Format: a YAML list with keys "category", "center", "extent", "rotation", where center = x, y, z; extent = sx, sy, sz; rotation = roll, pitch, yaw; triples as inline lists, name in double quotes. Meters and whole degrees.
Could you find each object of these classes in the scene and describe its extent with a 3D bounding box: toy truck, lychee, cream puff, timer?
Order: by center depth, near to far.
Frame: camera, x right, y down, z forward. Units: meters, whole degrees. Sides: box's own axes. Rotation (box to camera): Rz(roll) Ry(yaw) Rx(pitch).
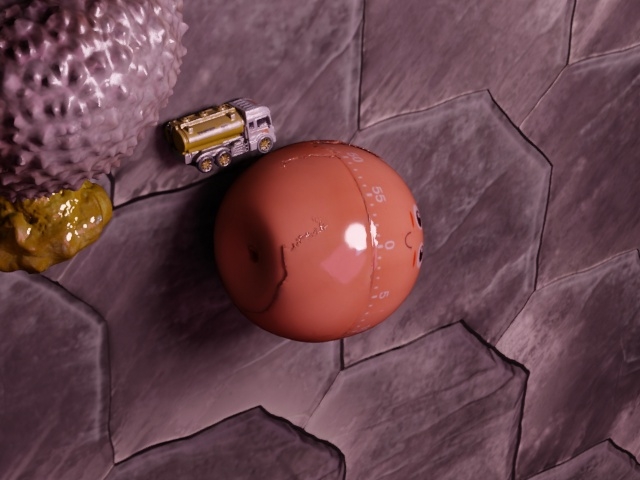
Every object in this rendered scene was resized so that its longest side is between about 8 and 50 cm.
- category: "lychee"
  center: [-0.266, -0.164, 1.476]
  extent: [0.300, 0.300, 0.300]
  rotation: [-22, 128, -31]
- category: "cream puff"
  center: [-0.293, -0.040, 1.652]
  extent: [0.146, 0.146, 0.116]
  rotation: [-38, 117, -18]
- category: "toy truck"
  center: [-0.111, -0.120, 1.815]
  extent: [0.123, 0.052, 0.062]
  rotation: [-22, 122, -29]
- category: "timer"
  center: [0.000, 0.000, 1.858]
  extent: [0.215, 0.230, 0.229]
  rotation: [-14, 123, -38]
